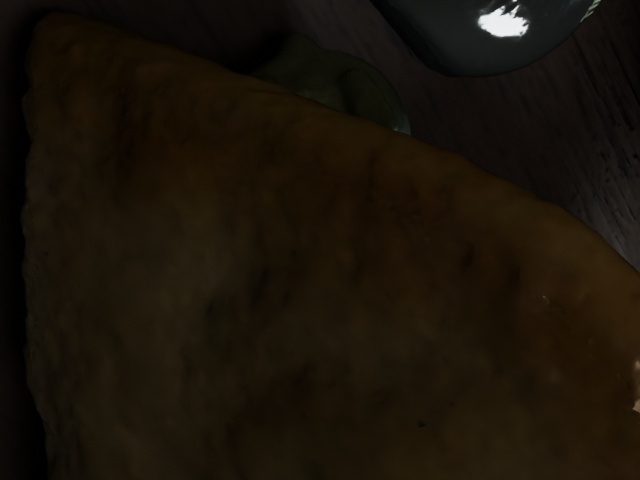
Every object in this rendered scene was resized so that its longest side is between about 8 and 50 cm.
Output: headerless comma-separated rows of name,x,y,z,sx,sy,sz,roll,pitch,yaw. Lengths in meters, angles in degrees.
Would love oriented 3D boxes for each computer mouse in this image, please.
computer mouse,0.092,-0.198,0.927,0.170,0.100,0.269,-53,129,-4

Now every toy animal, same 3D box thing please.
toy animal,0.009,-0.005,0.962,0.108,0.138,0.236,-11,136,2

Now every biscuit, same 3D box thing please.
biscuit,0.006,0.141,0.848,0.104,0.446,0.429,-29,135,-52
